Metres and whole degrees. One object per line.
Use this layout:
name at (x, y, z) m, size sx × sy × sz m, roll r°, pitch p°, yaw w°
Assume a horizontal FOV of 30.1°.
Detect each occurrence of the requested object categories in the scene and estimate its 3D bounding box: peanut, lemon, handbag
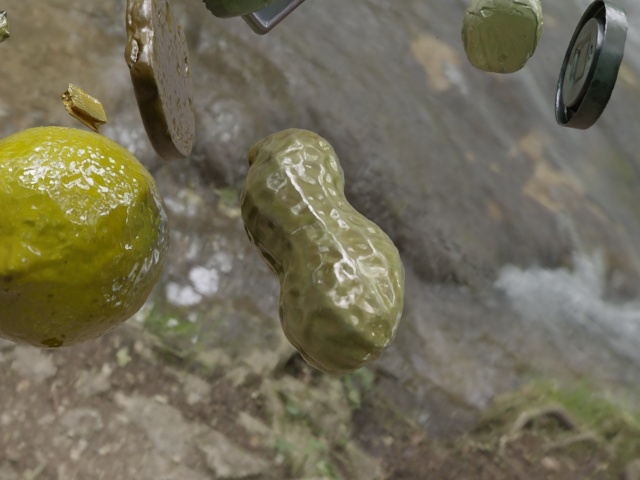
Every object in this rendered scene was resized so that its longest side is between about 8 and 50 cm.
peanut at (0.000, 0.000, 1.186) m, size 0.136 × 0.120 × 0.298 m, roll -3°, pitch 49°, yaw -28°
lemon at (-0.296, -0.008, 1.341) m, size 0.253 × 0.253 × 0.310 m, roll 33°, pitch 15°, yaw 4°
handbag at (-0.346, -0.193, 1.743) m, size 0.061 × 0.027 × 0.083 m, roll 33°, pitch 12°, yaw -30°

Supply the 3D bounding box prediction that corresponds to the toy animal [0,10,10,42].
toy animal at (-0.436, -0.206, 1.332) m, size 0.103 × 0.101 × 0.219 m, roll 52°, pitch 30°, yaw 11°

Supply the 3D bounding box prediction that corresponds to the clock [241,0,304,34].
clock at (-0.057, -0.396, 1.618) m, size 0.150 × 0.197 × 0.063 m, roll 48°, pitch 10°, yaw -18°

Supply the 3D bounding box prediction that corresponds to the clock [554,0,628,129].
clock at (0.440, -0.285, 1.940) m, size 0.042 × 0.215 × 0.215 m, roll 15°, pitch 41°, yaw -5°

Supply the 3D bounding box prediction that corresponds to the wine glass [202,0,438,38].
wine glass at (-0.013, -0.306, 1.436) m, size 0.264 × 0.310 × 0.096 m, roll -83°, pitch 150°, yaw -45°

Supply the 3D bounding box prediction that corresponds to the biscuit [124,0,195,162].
biscuit at (-0.301, -0.334, 2.223) m, size 0.074 × 0.359 × 0.381 m, roll -11°, pitch 79°, yaw 3°

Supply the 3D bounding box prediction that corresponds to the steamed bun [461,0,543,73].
steamed bun at (0.262, -0.313, 1.732) m, size 0.113 × 0.130 × 0.091 m, roll 9°, pitch 36°, yaw 0°
